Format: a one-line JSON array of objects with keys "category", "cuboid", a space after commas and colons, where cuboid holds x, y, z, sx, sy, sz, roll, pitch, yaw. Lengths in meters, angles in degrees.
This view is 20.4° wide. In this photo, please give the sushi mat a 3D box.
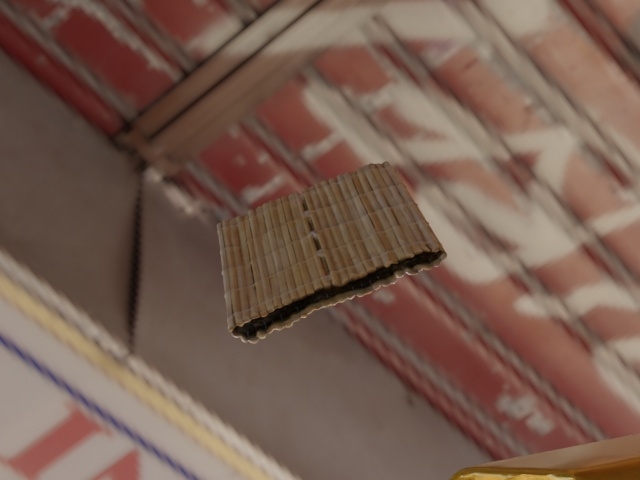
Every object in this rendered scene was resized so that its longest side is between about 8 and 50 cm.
[{"category": "sushi mat", "cuboid": [0.000, 0.000, 1.296, 0.316, 0.151, 0.019, -108, -3, -76]}]

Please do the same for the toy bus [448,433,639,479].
[{"category": "toy bus", "cuboid": [0.211, 0.181, 1.056, 0.332, 0.108, 0.130, -2, -93, -49]}]
